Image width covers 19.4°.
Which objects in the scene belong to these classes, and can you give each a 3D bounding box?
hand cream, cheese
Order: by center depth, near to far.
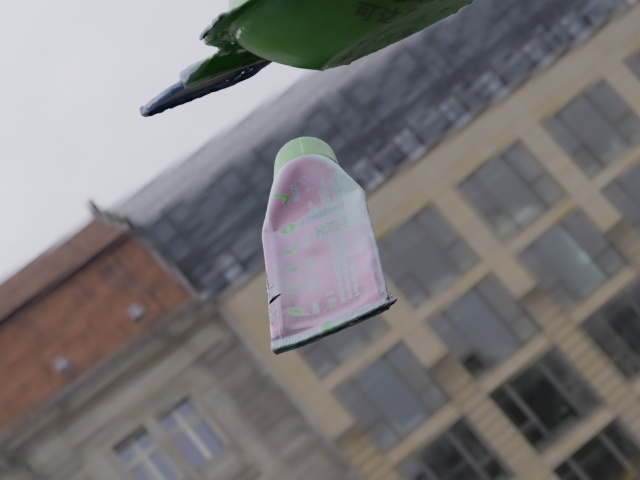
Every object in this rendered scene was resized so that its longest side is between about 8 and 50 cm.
[{"bbox_3d":[0.003,-0.139,1.058,0.204,0.083,0.320,-25,-1,-38],"label":"cheese"},{"bbox_3d":[0.000,-0.001,1.328,0.079,0.050,0.275,-47,21,17],"label":"hand cream"}]
